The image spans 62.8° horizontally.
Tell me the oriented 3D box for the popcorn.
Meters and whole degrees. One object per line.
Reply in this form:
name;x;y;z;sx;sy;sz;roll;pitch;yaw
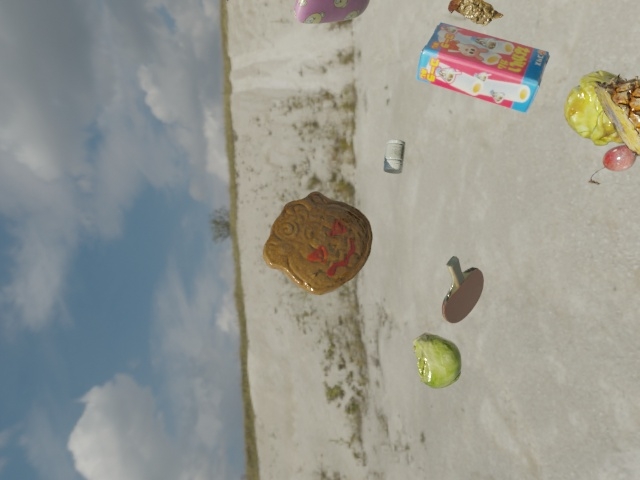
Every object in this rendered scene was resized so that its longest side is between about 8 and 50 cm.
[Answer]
popcorn;0.962;-0.432;1.754;0.276;0.277;0.225;-81;6;-60

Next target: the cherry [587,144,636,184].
cherry;1.075;-0.276;1.923;0.225;0.107;0.090;91;165;-66

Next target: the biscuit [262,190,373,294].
biscuit;0.000;-0.001;1.344;0.273;0.257;0.049;-56;-4;-30

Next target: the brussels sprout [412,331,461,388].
brussels sprout;0.382;0.384;1.703;0.131;0.146;0.183;24;-128;-78

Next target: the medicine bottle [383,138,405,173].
medicine bottle;0.219;-0.249;1.557;0.058;0.058;0.091;39;-122;-81

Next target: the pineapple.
pineapple;0.936;-0.395;1.414;0.262;0.272;0.262;47;-157;-28

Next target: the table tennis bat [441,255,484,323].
table tennis bat;0.301;0.103;1.128;0.130;0.019;0.220;-46;-40;-12

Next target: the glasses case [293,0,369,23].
glasses case;0.046;-0.802;1.771;0.076;0.316;0.123;53;144;20

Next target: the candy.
candy;0.423;-0.456;1.376;0.100;0.306;0.157;93;-158;-52

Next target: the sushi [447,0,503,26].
sushi;0.344;-0.513;1.166;0.052;0.120;0.055;-55;35;38
